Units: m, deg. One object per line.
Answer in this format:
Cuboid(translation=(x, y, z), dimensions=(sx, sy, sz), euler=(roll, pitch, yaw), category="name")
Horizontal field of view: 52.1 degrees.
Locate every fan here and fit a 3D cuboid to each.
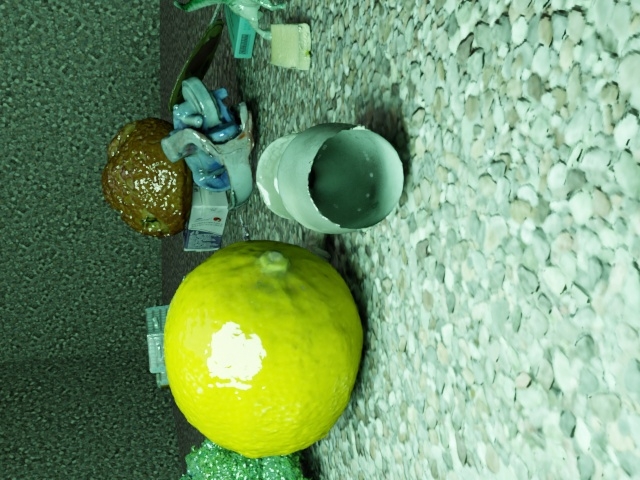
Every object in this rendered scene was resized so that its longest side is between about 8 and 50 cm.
Cuboid(translation=(-0.240, -0.388, 1.335), dimensions=(0.335, 0.011, 0.230), euler=(-56, 7, 39), category="fan")

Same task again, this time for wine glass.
Cuboid(translation=(0.003, -0.073, 0.757), dimensions=(0.241, 0.126, 0.126), euler=(-165, 72, -73), category="wine glass")

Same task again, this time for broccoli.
Cuboid(translation=(-0.105, 0.405, 1.031), dimensions=(0.270, 0.270, 0.270), euler=(-59, -22, -61), category="broccoli")

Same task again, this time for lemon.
Cuboid(translation=(-0.071, 0.139, 0.821), dimensions=(0.245, 0.245, 0.320), euler=(-114, 24, -47), category="lemon")

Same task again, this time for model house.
Cuboid(translation=(-0.329, 0.257, 1.654), dimensions=(0.215, 0.224, 0.198), euler=(121, 142, -61), category="model house")

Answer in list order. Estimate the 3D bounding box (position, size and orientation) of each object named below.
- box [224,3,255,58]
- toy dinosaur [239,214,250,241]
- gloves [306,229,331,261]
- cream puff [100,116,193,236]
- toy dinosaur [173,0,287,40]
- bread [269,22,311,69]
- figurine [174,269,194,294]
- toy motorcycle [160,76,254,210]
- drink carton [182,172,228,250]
Cuboid(translation=(-0.148, -0.496, 1.264), dimensions=(0.229, 0.041, 0.162), euler=(111, 150, -51), category="box")
Cuboid(translation=(-0.180, 0.047, 1.423), dimensions=(0.082, 0.039, 0.209), euler=(1, 81, 53), category="toy dinosaur")
Cuboid(translation=(-0.002, 0.001, 0.931), dimensions=(0.044, 0.037, 0.081), euler=(-40, -53, -68), category="gloves")
Cuboid(translation=(-0.423, -0.153, 1.596), dimensions=(0.303, 0.212, 0.303), euler=(179, 90, -75), category="cream puff")
Cuboid(translation=(-0.142, -0.400, 1.145), dimensions=(0.383, 0.129, 0.076), euler=(0, 54, 52), category="toy dinosaur")
Cuboid(translation=(-0.048, -0.303, 1.019), dimensions=(0.153, 0.028, 0.068), euler=(-139, 49, -64), category="bread")
Cuboid(translation=(-0.311, 0.118, 1.726), dimensions=(0.178, 0.144, 0.114), euler=(-20, 78, 59), category="figurine")
Cuboid(translation=(-0.238, -0.184, 1.364), dimensions=(0.319, 0.182, 0.241), euler=(132, 134, -73), category="toy motorcycle")
Cuboid(translation=(-0.312, -0.083, 1.749), dimensions=(0.222, 0.101, 0.134), euler=(117, 148, -54), category="drink carton")
